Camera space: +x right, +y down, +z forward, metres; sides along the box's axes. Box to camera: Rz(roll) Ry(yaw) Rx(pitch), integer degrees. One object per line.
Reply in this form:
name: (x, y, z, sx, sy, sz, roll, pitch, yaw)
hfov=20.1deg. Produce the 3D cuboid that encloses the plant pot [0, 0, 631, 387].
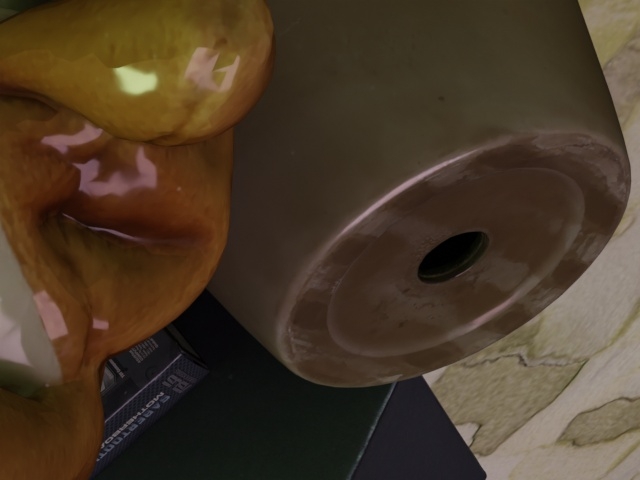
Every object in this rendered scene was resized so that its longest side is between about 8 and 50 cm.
plant pot: (0.007, -0.093, 0.909, 0.323, 0.280, 0.323, -21, 148, -14)

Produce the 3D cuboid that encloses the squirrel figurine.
squirrel figurine: (-0.184, 0.102, 0.722, 0.281, 0.370, 0.397, 6, 172, -5)

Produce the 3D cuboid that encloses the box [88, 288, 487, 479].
box: (-0.079, 0.130, 1.093, 0.182, 0.294, 0.296, -63, 160, -12)

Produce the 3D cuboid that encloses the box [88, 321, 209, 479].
box: (-0.200, 0.040, 0.950, 0.183, 0.232, 0.059, -42, 161, 0)
